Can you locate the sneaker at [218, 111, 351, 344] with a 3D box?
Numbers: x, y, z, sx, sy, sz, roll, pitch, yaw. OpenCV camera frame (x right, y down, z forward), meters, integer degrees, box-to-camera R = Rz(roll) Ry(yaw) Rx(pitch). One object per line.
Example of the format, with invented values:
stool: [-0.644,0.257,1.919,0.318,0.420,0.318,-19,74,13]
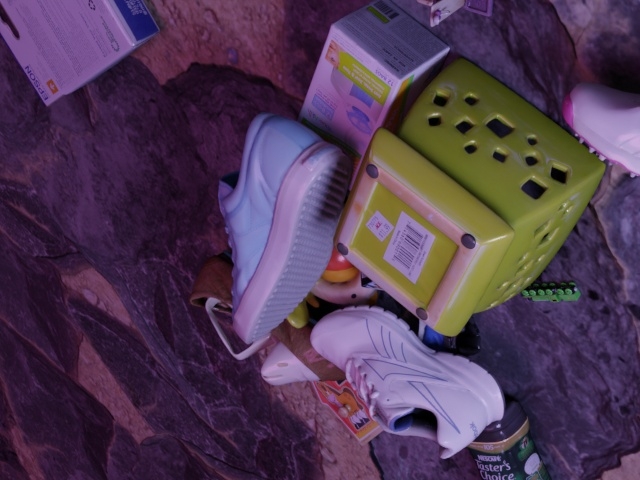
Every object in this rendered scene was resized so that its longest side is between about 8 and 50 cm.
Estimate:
sneaker: [-0.069,-0.020,1.497,0.150,0.135,0.366,42,135,21]

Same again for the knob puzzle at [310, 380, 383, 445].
knob puzzle: [0.036,0.227,1.808,0.213,0.030,0.213,27,136,30]

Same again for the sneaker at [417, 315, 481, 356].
sneaker: [0.178,0.152,1.577,0.084,0.058,0.152,31,131,38]

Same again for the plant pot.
plant pot: [0.156,-0.038,1.333,0.227,0.207,0.228,40,140,17]

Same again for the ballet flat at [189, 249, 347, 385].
ballet flat: [-0.077,0.144,1.755,0.342,0.124,0.116,35,168,28]

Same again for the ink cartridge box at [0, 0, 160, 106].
ink cartridge box: [-0.421,-0.400,1.759,0.330,0.071,0.324,-16,107,54]

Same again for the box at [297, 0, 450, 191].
box: [0.057,-0.178,1.407,0.114,0.103,0.203,42,141,15]

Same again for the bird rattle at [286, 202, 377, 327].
bird rattle: [0.000,0.000,1.631,0.207,0.143,0.253,16,117,23]

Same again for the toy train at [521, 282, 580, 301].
toy train: [0.288,0.066,1.431,0.083,0.017,0.024,-5,125,48]

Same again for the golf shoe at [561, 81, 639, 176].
golf shoe: [0.391,-0.110,1.128,0.306,0.115,0.140,27,125,21]

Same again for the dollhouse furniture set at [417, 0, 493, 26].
dollhouse furniture set: [0.133,-0.295,1.254,0.091,0.081,0.114,26,135,30]

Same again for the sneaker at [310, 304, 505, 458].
sneaker: [0.097,0.184,1.535,0.297,0.129,0.111,24,139,32]

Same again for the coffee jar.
coffee jar: [0.261,0.307,1.596,0.096,0.079,0.184,-6,114,48]

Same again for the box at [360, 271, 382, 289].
box: [0.130,0.039,1.515,0.137,0.094,0.027,-28,59,52]
